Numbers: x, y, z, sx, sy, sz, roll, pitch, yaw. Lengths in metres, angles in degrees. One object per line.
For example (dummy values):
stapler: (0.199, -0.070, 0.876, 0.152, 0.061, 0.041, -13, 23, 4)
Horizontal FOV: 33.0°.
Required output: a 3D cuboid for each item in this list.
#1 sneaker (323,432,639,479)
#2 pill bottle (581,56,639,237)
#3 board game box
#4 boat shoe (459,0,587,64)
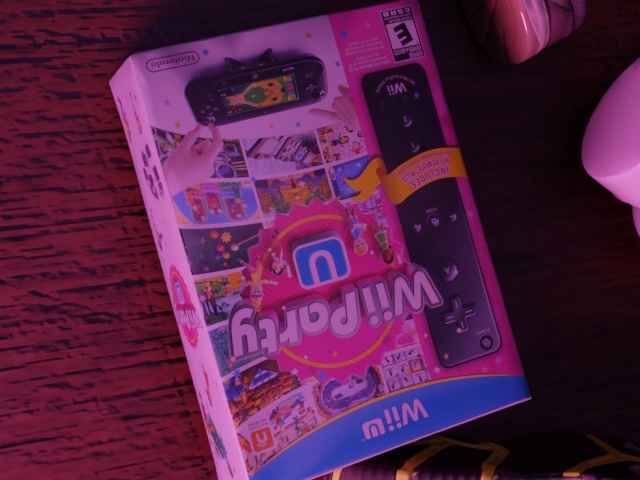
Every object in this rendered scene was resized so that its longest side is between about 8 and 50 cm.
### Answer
sneaker: (0.181, 0.237, 0.846, 0.384, 0.145, 0.147, 6, 94, -12)
pill bottle: (0.377, -0.027, 0.898, 0.318, 0.176, 0.176, 31, 78, -19)
board game box: (0.000, 0.000, 0.776, 0.224, 0.097, 0.303, -16, 91, -21)
boat shoe: (0.139, -0.286, 0.851, 0.092, 0.103, 0.285, -25, 102, -26)
